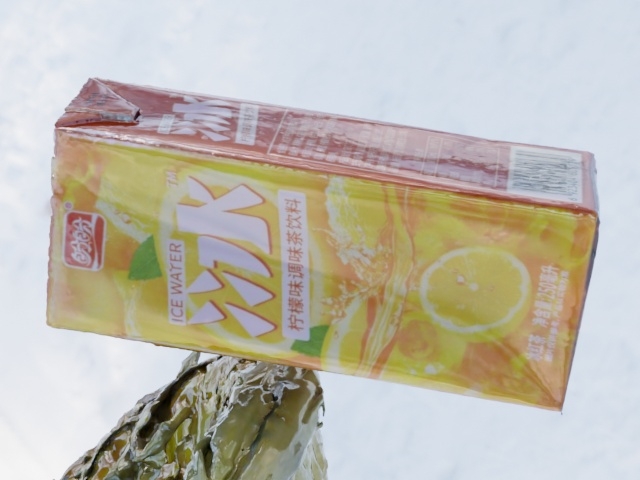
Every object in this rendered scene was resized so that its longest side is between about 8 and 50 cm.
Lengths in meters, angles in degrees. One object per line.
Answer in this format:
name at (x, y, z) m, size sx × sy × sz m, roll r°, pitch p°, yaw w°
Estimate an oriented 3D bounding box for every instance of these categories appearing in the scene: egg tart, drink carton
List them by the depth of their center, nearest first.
drink carton at (0.000, 0.000, 0.733) m, size 0.071 × 0.223 × 0.096 m, roll -73°, pitch -9°, yaw -64°
egg tart at (-0.077, 0.146, 0.788) m, size 0.232 × 0.098 × 0.252 m, roll -31°, pitch 18°, yaw 29°
